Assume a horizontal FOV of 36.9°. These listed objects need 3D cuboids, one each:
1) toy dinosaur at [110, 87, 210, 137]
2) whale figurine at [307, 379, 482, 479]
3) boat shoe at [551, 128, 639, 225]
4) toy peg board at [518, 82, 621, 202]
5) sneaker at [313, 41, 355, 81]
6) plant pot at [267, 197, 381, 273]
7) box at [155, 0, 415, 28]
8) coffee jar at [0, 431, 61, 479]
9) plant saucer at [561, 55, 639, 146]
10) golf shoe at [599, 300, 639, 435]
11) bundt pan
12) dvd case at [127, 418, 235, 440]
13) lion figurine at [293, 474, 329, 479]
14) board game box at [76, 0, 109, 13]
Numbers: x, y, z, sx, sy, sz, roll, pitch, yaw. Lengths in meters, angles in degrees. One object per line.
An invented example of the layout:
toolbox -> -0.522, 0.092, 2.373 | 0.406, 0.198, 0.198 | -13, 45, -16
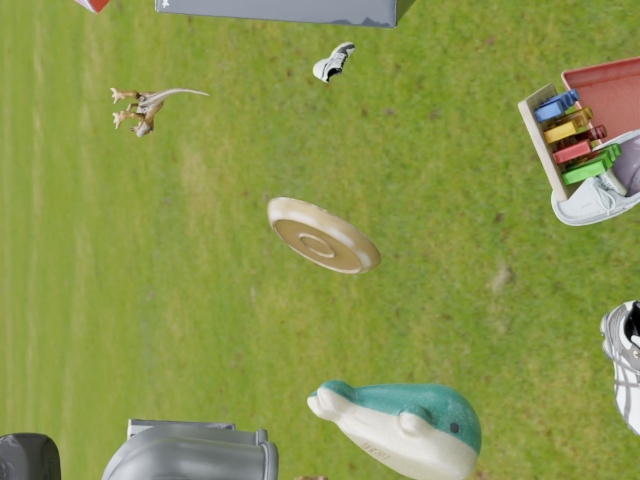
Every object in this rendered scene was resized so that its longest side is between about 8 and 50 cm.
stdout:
toy dinosaur -> -0.274, -0.223, 1.544 | 0.211, 0.112, 0.064 | -22, 80, 59
whale figurine -> 0.120, 0.268, 1.479 | 0.216, 0.272, 0.141 | 119, 176, -67
boat shoe -> 0.507, -0.123, 1.539 | 0.320, 0.103, 0.118 | -28, 78, 30
toy peg board -> 0.385, -0.162, 1.452 | 0.079, 0.161, 0.160 | -20, 98, 32
sneaker -> 0.029, -0.288, 1.559 | 0.037, 0.083, 0.032 | 46, 173, 26
plant pot -> 0.000, 0.000, 1.775 | 0.032, 0.236, 0.236 | -62, 19, -19
box -> -0.028, -0.306, 1.048 | 0.184, 0.261, 0.103 | -63, -24, -59
coffee jar -> -0.345, 0.268, 1.020 | 0.184, 0.079, 0.096 | -33, 57, 41
plant saucer -> 0.599, -0.220, 1.778 | 0.048, 0.258, 0.259 | 111, 141, -58
golf shoe -> 0.424, 0.172, 1.254 | 0.094, 0.077, 0.198 | 99, 157, -62
bundt pan -> -0.143, 0.297, 0.759 | 0.331, 0.124, 0.331 | -162, 90, -78
dvd case -> -0.210, 0.381, 1.425 | 0.018, 0.164, 0.221 | 151, 124, -63
lion figurine -> -0.043, 0.507, 1.643 | 0.392, 0.240, 0.142 | 12, 92, 62
board game box -> -0.417, -0.467, 1.270 | 0.242, 0.064, 0.316 | 35, 167, 23
